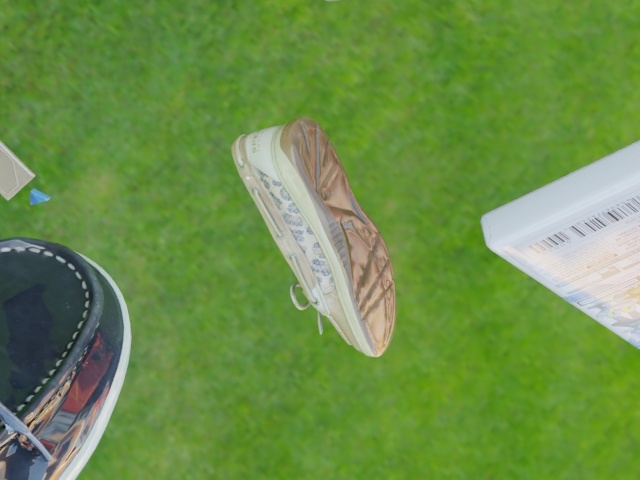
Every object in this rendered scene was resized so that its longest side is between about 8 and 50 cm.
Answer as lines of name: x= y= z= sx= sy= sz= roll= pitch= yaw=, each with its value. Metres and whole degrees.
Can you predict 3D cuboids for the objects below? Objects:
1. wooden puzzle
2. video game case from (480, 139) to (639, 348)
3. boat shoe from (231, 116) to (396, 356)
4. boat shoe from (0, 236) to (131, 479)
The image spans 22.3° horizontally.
wooden puzzle: x=-0.335 y=-0.080 z=1.695 sx=0.116 sy=0.078 sz=0.014 roll=51 pitch=50 yaw=-16
video game case: x=0.341 y=-0.025 z=1.317 sx=0.329 sy=0.036 sz=0.300 roll=-27 pitch=147 yaw=25
boat shoe: x=0.000 y=0.000 z=1.721 sx=0.104 sy=0.089 sz=0.285 roll=-53 pitch=127 yaw=-51
boat shoe: x=-0.259 y=0.095 z=0.834 sx=0.500 sy=0.186 sz=0.156 roll=-32 pitch=146 yaw=-53
